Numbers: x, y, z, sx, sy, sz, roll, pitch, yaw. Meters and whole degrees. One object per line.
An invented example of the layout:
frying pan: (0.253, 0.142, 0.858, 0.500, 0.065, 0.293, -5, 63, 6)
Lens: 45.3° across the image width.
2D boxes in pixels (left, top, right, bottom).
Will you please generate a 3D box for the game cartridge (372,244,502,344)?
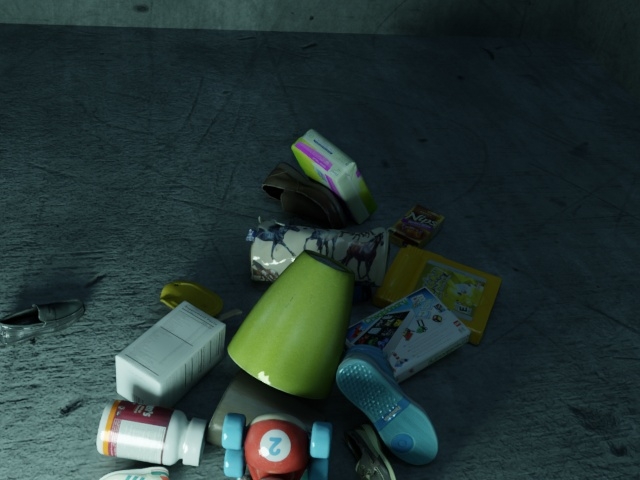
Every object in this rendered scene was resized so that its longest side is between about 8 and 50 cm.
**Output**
game cartridge: (0.348, 0.147, 2.248, 0.324, 0.052, 0.285, 21, 40, 12)

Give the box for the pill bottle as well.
pill bottle: (-0.365, 0.425, 1.680, 0.221, 0.121, 0.121, 10, 38, -1)

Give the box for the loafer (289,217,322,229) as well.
loafer: (0.000, 0.000, 2.321, 0.096, 0.084, 0.267, -21, 48, -33)

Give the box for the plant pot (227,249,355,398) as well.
plant pot: (-0.039, 0.182, 1.838, 0.275, 0.293, 0.275, 25, 8, -4)

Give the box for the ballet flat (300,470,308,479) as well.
ballet flat: (-0.034, 0.584, 1.619, 0.068, 0.072, 0.213, 38, 40, -9)

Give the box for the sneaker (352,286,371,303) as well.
sneaker: (0.101, 0.155, 2.174, 0.085, 0.058, 0.152, 8, 31, 11)

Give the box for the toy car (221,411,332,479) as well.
toy car: (-0.095, 0.489, 1.525, 0.219, 0.210, 0.238, 5, 43, 1)

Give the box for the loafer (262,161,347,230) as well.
loafer: (-0.056, -0.117, 2.443, 0.130, 0.133, 0.366, -39, 46, -17)

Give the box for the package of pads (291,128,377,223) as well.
package of pads: (0.043, -0.201, 2.429, 0.101, 0.296, 0.229, -45, 58, -8)

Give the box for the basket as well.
basket: (-0.114, 0.416, 1.734, 0.227, 0.154, 0.204, 23, 43, 9)

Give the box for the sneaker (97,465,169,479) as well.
sneaker: (-0.392, 0.524, 1.603, 0.161, 0.057, 0.075, -3, 35, -21)

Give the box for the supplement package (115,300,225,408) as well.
supplement package: (-0.357, 0.283, 1.847, 0.139, 0.133, 0.244, 28, 42, 20)

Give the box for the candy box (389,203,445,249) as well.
candy box: (0.309, -0.039, 2.468, 0.109, 0.053, 0.187, 27, 40, 21)

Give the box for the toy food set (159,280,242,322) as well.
toy food set: (-0.328, 0.188, 2.023, 0.218, 0.071, 0.128, 28, 35, 28)

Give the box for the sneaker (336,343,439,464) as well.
sneaker: (0.166, 0.373, 1.835, 0.319, 0.127, 0.208, 52, 11, -8)

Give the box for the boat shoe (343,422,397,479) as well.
boat shoe: (0.113, 0.509, 1.728, 0.073, 0.080, 0.223, -9, 37, -15)

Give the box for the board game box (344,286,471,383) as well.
board game box: (0.222, 0.258, 2.040, 0.305, 0.053, 0.193, -25, 53, -25)

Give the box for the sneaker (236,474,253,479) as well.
sneaker: (-0.141, 0.563, 1.613, 0.076, 0.065, 0.166, 7, 40, -11)

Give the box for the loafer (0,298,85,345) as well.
loafer: (-0.699, 0.194, 1.923, 0.223, 0.078, 0.076, -20, 48, -33)

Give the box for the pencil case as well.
pencil case: (0.003, 0.033, 2.149, 0.410, 0.183, 0.160, 3, 1, 10)
